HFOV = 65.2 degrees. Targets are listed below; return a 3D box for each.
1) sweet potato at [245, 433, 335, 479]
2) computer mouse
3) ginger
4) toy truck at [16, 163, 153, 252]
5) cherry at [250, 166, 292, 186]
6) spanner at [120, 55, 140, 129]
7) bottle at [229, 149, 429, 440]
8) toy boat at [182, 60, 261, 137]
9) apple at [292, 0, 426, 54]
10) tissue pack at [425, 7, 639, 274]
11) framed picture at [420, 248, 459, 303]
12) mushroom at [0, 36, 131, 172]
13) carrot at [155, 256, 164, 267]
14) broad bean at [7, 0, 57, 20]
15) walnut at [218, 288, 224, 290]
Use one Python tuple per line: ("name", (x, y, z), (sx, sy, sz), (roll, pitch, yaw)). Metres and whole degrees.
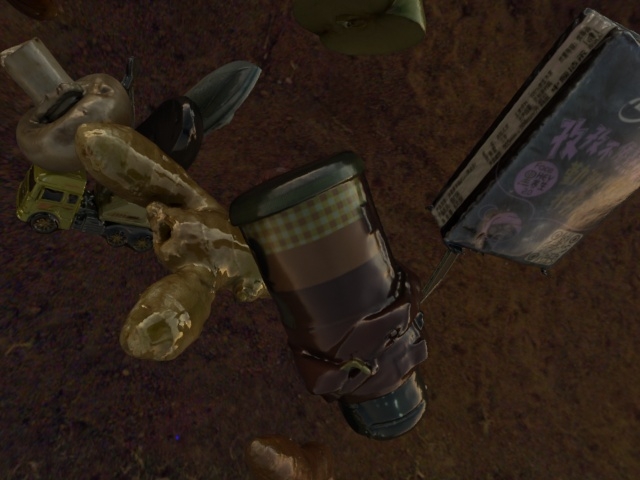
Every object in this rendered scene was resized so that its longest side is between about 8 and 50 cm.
("sweet potato", (-0.028, 0.226, 0.497), (0.058, 0.055, 0.202), (-24, 147, 9))
("computer mouse", (-0.314, -0.203, 1.048), (0.086, 0.269, 0.138), (7, 70, -44))
("ginger", (-0.166, -0.004, 0.740), (0.348, 0.363, 0.122), (8, 131, -51))
("toy truck", (-0.632, -0.122, 1.451), (0.405, 0.181, 0.254), (14, 121, -38))
("cherry", (-0.136, -0.151, 1.776), (0.285, 0.236, 0.213), (17, 98, -40))
("spanner", (-0.557, -0.409, 1.470), (0.026, 0.325, 0.093), (20, 57, -9))
("bottle", (0.024, 0.062, 0.471), (0.156, 0.143, 0.271), (-31, 103, -38))
("toy boat", (-0.247, -0.328, 1.184), (0.092, 0.319, 0.141), (21, 59, -41))
("apple", (0.105, -0.678, 1.478), (0.311, 0.360, 0.320), (-39, 121, -34))
("tissue pack", (0.366, -0.117, 0.746), (0.259, 0.122, 0.361), (13, 128, -26))
("framed picture", (0.366, 0.070, 1.462), (0.217, 0.017, 0.274), (-32, 152, -48))
("mushroom", (-0.612, -0.323, 1.186), (0.292, 0.292, 0.290), (-40, 133, -11))
("carrot", (-0.501, 0.102, 1.733), (0.036, 0.035, 0.165), (-51, 121, -8))
("broad bean", (-0.730, -0.639, 1.229), (0.156, 0.228, 0.122), (32, 82, 12))
("walnut", (-0.318, 0.087, 1.564), (0.184, 0.155, 0.156), (-8, 102, -55))
